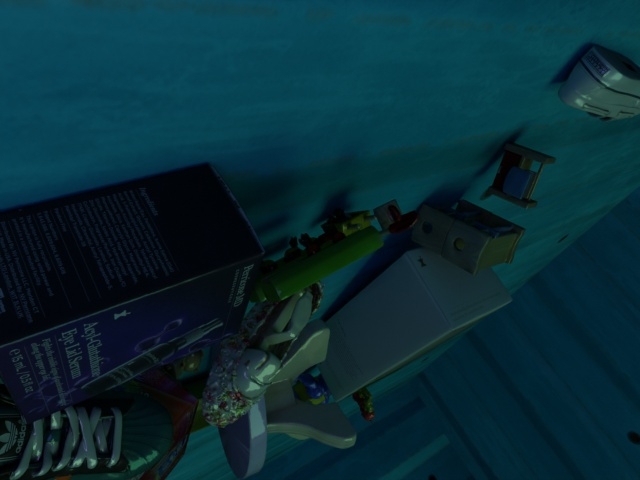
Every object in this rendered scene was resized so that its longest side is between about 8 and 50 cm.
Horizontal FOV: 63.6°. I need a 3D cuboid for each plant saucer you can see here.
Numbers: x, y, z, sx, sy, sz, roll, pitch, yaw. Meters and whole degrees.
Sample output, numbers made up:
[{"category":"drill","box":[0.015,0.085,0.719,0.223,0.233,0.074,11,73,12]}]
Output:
[{"category":"plant saucer","box":[-0.234,0.305,0.953,0.188,0.045,0.188,-5,144,-48]}]

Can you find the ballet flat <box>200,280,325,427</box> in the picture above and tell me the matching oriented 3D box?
[{"category":"ballet flat","box":[-0.070,0.132,0.677,0.091,0.077,0.241,47,58,-30]}]

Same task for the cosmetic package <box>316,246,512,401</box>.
[{"category":"cosmetic package","box":[0.151,0.154,0.993,0.196,0.155,0.365,-13,157,-39]}]

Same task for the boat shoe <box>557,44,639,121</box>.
[{"category":"boat shoe","box":[0.438,-0.224,0.777,0.258,0.095,0.084,2,143,-39]}]

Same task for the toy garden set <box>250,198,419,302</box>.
[{"category":"toy garden set","box":[0.000,0.000,0.565,0.203,0.049,0.244,-27,-177,-22]}]

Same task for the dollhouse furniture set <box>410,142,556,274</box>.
[{"category":"dollhouse furniture set","box":[0.253,-0.065,0.820,0.129,0.129,0.184,-9,122,-44]}]

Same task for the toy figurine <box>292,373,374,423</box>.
[{"category":"toy figurine","box":[-0.005,0.392,1.265,0.217,0.191,0.363,-26,155,-7]}]

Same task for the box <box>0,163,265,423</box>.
[{"category":"box","box":[-0.170,0.042,0.442,0.207,0.108,0.153,-20,153,-29]}]

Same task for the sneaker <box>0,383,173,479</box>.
[{"category":"sneaker","box":[-0.272,0.185,0.469,0.302,0.108,0.121,9,157,-33]}]

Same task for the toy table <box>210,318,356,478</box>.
[{"category":"toy table","box":[-0.072,0.245,0.826,0.160,0.252,0.274,-11,137,-27]}]

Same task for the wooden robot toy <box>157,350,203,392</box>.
[{"category":"wooden robot toy","box":[-0.202,0.194,0.755,0.079,0.076,0.173,-30,160,-39]}]

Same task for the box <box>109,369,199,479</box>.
[{"category":"box","box":[-0.259,0.265,0.692,0.123,0.128,0.257,-50,170,-39]}]
